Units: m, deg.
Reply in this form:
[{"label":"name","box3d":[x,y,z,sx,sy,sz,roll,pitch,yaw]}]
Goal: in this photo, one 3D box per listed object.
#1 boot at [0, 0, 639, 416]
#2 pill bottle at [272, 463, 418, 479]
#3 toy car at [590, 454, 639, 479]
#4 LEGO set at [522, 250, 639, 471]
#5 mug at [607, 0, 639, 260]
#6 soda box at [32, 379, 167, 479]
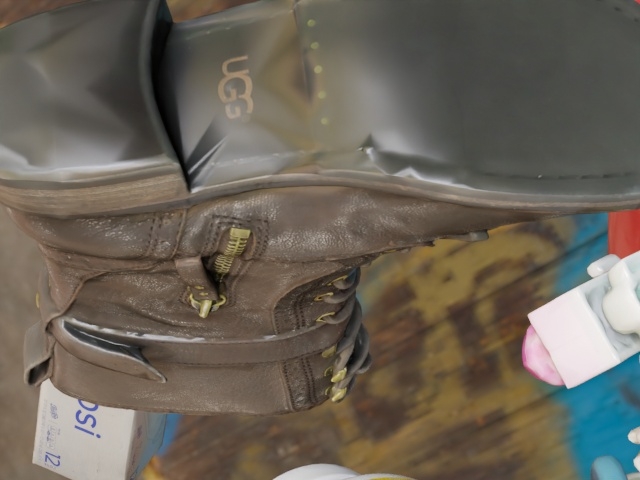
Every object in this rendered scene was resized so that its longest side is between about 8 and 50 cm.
[{"label":"boot","box3d":[0.000,0.000,0.570,0.229,0.263,0.091,82,9,-61]},{"label":"pill bottle","box3d":[0.064,0.263,1.006,0.188,0.188,0.334,41,-8,-27]},{"label":"toy car","box3d":[0.196,0.233,1.109,0.136,0.182,0.159,32,7,-6]},{"label":"LEGO set","box3d":[0.151,0.131,0.439,0.132,0.107,0.287,-12,74,-37]},{"label":"mug","box3d":[0.176,-0.043,0.652,0.169,0.113,0.150,36,56,-53]},{"label":"soda box","box3d":[-0.185,0.092,1.388,0.098,0.286,0.091,21,36,12]}]
